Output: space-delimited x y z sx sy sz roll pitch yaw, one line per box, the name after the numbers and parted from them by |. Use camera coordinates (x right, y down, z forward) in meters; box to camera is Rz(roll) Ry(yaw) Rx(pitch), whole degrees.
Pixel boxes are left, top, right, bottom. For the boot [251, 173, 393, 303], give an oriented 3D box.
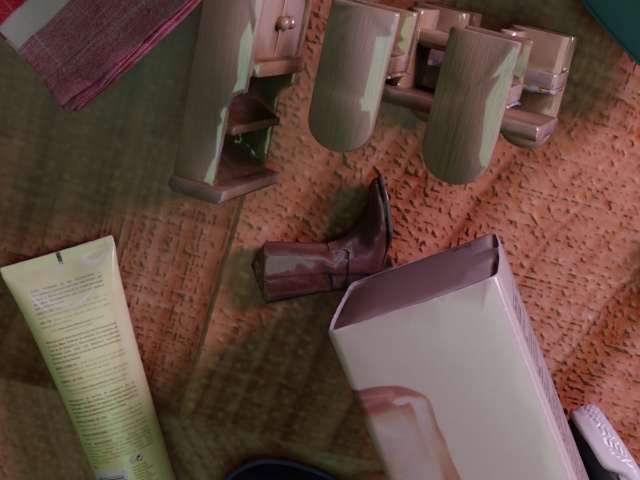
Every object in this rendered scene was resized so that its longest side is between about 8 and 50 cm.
0.000 0.000 0.915 0.114 0.037 0.106 -2 111 0 | boot

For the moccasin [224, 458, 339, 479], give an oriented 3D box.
0.049 0.319 0.981 0.342 0.117 0.138 43 100 -16 | moccasin

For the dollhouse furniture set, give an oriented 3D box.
0.036 -0.087 0.803 0.242 0.212 0.161 17 106 17 | dollhouse furniture set

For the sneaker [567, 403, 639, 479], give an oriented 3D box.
0.210 0.276 0.988 0.153 0.101 0.268 -17 111 -2 | sneaker

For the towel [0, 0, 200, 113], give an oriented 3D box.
-0.215 -0.256 0.745 0.329 0.037 0.237 45 131 -14 | towel

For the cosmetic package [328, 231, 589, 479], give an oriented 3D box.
0.123 0.162 0.855 0.129 0.153 0.296 -19 97 13 | cosmetic package

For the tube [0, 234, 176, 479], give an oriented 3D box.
-0.174 0.119 0.932 0.070 0.062 0.240 -30 109 -41 | tube

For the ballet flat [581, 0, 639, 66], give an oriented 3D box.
0.175 -0.305 0.769 0.483 0.164 0.182 38 71 -20 | ballet flat
